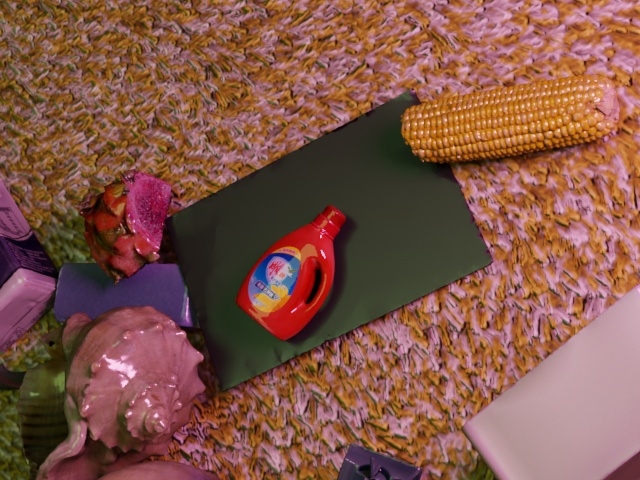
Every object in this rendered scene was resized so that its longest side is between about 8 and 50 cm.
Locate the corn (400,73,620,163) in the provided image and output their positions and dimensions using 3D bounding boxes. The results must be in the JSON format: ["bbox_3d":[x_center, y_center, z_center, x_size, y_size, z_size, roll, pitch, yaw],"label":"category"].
[{"bbox_3d":[0.216,-0.136,1.721,0.248,0.081,0.081,-8,75,24],"label":"corn"}]

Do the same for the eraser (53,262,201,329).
[{"bbox_3d":[-0.239,0.070,1.931,0.225,0.036,0.082,0,79,27],"label":"eraser"}]

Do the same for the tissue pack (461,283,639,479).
[{"bbox_3d":[0.299,0.180,1.565,0.246,0.159,0.136,-41,66,12],"label":"tissue pack"}]

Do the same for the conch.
[{"bbox_3d":[-0.262,0.200,1.827,0.263,0.186,0.324,-52,17,-8],"label":"conch"}]

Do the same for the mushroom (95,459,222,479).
[{"bbox_3d":[-0.201,0.371,1.753,0.255,0.255,0.184,-35,29,16],"label":"mushroom"}]

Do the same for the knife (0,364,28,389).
[{"bbox_3d":[-0.430,0.182,2.015,0.247,0.018,0.035,-1,79,28],"label":"knife"}]

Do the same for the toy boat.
[{"bbox_3d":[0.044,0.349,1.703,0.093,0.103,0.246,17,101,15],"label":"toy boat"}]

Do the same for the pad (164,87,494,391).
[{"bbox_3d":[0.000,0.000,1.823,0.367,0.007,0.248,-27,68,14],"label":"pad"}]

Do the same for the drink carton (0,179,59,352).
[{"bbox_3d":[-0.458,0.022,2.019,0.134,0.102,0.222,-44,63,14],"label":"drink carton"}]

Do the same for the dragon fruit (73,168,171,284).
[{"bbox_3d":[-0.252,-0.032,1.895,0.102,0.096,0.147,-25,42,34],"label":"dragon fruit"}]

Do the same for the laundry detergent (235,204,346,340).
[{"bbox_3d":[-0.023,0.033,1.793,0.097,0.049,0.165,38,91,19],"label":"laundry detergent"}]
